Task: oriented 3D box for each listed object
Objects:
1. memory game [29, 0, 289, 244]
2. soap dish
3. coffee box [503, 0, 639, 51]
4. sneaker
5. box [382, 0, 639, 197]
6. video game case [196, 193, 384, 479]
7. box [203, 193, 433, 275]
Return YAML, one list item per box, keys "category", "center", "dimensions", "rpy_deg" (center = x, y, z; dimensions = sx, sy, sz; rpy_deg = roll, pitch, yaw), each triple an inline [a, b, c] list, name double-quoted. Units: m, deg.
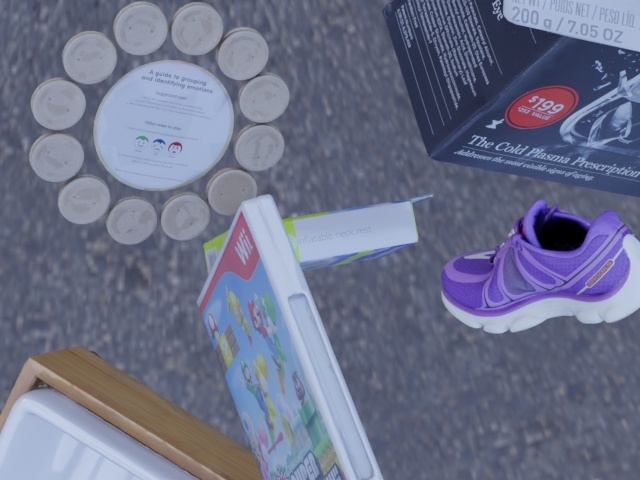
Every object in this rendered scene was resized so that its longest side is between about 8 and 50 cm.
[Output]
- category: "memory game"
  center: [-0.109, -0.079, 1.266]
  dimensions: [0.186, 0.012, 0.186]
  rpy_deg: [-9, 121, -15]
- category: "soap dish"
  center: [-0.185, 0.251, 1.788]
  dimensions: [0.291, 0.118, 0.229]
  rpy_deg: [32, 126, 4]
- category: "coffee box"
  center: [0.325, -0.332, 1.177]
  dimensions: [0.338, 0.338, 0.334]
  rpy_deg: [13, 135, 14]
- category: "sneaker"
  center: [0.131, 0.008, 1.101]
  dimensions: [0.068, 0.170, 0.071]
  rpy_deg: [-44, 109, -32]
- category: "box"
  center: [0.295, -0.203, 1.700]
  dimensions: [0.343, 0.179, 0.312]
  rpy_deg: [7, 144, -36]
- category: "video game case"
  center: [-0.015, 0.133, 1.308]
  dimensions: [0.025, 0.285, 0.204]
  rpy_deg: [-15, 162, -19]
- category: "box"
  center: [0.000, 0.000, 1.563]
  dimensions: [0.178, 0.109, 0.042]
  rpy_deg: [-9, 85, -18]
